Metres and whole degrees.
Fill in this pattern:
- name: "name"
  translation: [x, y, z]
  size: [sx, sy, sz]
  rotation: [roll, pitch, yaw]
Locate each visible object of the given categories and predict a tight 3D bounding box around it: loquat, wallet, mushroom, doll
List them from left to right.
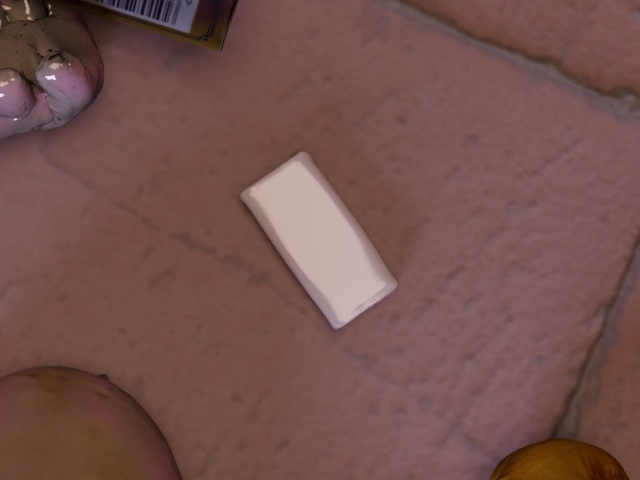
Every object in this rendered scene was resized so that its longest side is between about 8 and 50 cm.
- name: "doll"
  translation: [-0.246, -0.114, 1.104]
  size: [0.192, 0.095, 0.149]
  rotation: [-11, 46, -15]
- name: "mushroom"
  translation: [-0.190, 0.155, 1.042]
  size: [0.236, 0.173, 0.162]
  rotation: [7, 80, -6]
- name: "wallet"
  translation: [0.000, 0.000, 1.160]
  size: [0.061, 0.025, 0.122]
  rotation: [-35, 89, -12]
- name: "loquat"
  translation: [0.169, 0.206, 1.114]
  size: [0.137, 0.113, 0.137]
  rotation: [5, 79, -29]

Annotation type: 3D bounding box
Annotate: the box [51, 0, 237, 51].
- name: "box"
  translation: [-0.160, -0.238, 1.117]
  size: [0.240, 0.071, 0.159]
  rotation: [17, 54, -5]
